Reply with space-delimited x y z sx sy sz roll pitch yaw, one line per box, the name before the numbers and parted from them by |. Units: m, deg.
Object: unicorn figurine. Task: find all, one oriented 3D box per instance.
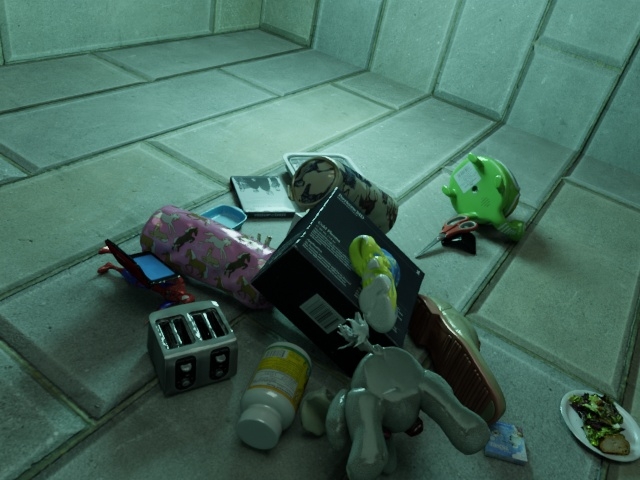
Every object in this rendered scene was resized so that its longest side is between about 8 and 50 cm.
unicorn figurine | -0.196 0.038 1.520 0.162 0.111 0.060 -1 24 -45

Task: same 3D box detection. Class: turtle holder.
turtle holder | 0.636 -0.168 1.962 0.228 0.243 0.320 4 22 -43

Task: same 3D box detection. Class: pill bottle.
pill bottle | -0.097 0.322 1.117 0.118 0.117 0.208 17 34 6

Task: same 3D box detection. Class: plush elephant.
plush elephant | 0.111 0.344 1.066 0.272 0.255 0.330 -15 50 -21

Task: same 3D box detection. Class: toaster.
toaster | -0.288 0.230 1.192 0.168 0.110 0.185 -9 40 -30

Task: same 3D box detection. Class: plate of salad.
plate of salad | 0.680 0.433 1.279 0.200 0.048 0.199 8 34 -6

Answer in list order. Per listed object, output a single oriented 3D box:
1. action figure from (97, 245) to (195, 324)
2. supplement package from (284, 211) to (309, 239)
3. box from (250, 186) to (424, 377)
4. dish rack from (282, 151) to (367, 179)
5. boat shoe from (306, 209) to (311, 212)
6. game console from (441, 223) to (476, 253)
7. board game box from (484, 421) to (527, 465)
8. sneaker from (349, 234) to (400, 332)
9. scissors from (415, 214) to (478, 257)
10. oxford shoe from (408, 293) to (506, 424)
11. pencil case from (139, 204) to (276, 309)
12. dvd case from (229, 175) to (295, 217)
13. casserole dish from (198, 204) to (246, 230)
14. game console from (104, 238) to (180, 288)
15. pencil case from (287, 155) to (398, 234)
action figure | -0.452 0.113 1.324 0.281 0.091 0.139 20 28 12
supplement package | 0.000 0.000 1.600 0.179 0.105 0.105 31 20 25
box | 0.059 0.095 1.323 0.343 0.179 0.312 45 36 -7
dish rack | 0.024 -0.222 1.979 0.286 0.072 0.332 -4 38 -22
boat shoe | -0.036 -0.072 1.762 0.056 0.048 0.153 19 35 9
game console | 0.484 -0.002 1.870 0.107 0.071 0.122 -10 28 20
board game box | 0.410 0.448 1.192 0.090 0.020 0.090 14 36 2
sneaker | 0.145 0.098 1.182 0.126 0.091 0.240 21 46 -40
scissors | 0.411 -0.016 1.828 0.297 0.021 0.109 -25 35 -21
oxford shoe | 0.358 0.273 1.327 0.147 0.140 0.397 4 37 -26
pencil case | -0.278 0.044 1.413 0.386 0.167 0.160 21 28 12
dvd case | -0.203 -0.154 1.842 0.179 0.029 0.238 -2 38 -21
casserole dish | -0.314 -0.053 1.654 0.114 0.037 0.188 28 36 21
game console | -0.427 0.044 1.281 0.144 0.124 0.085 31 60 31
pencil case | 0.075 -0.118 1.607 0.410 0.184 0.159 23 37 -54
